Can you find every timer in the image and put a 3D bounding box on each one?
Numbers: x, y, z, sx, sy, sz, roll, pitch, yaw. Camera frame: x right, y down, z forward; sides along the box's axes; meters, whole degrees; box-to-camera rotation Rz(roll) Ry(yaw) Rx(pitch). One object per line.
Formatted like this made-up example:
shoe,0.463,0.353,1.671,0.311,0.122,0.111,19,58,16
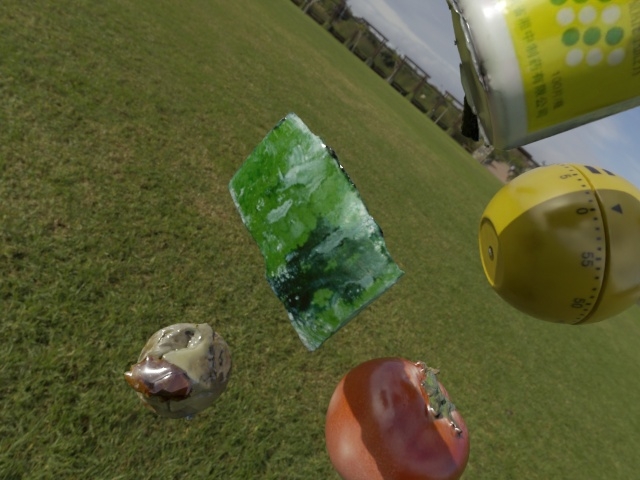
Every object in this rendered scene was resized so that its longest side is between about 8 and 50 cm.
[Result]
timer,0.552,0.001,0.861,0.385,0.377,0.376,-5,28,6

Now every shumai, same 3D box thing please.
shumai,-0.268,0.259,0.787,0.201,0.202,0.120,33,-9,-17

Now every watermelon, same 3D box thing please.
watermelon,-0.013,0.006,0.589,0.264,0.151,0.302,59,-2,14

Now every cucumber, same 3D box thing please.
cucumber,0.324,-0.283,0.853,0.053,0.053,0.182,60,-7,37

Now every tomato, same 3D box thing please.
tomato,0.160,0.427,0.928,0.321,0.322,0.322,33,25,-18

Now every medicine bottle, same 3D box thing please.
medicine bottle,0.358,-0.263,0.466,0.213,0.378,0.214,-18,90,-72
